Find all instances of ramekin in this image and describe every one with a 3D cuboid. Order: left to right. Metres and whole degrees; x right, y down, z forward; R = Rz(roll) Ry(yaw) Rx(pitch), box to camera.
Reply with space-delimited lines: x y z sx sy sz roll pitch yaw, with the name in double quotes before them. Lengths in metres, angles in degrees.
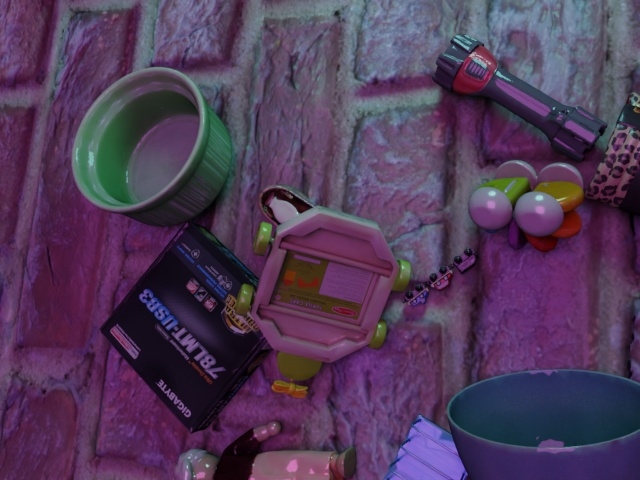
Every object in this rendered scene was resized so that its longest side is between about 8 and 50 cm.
"ramekin" -0.325 -0.175 1.264 0.303 0.148 0.304 -7 69 20

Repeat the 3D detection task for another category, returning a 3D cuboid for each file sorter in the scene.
"file sorter" 0.167 0.397 1.044 0.118 0.104 0.170 28 89 20

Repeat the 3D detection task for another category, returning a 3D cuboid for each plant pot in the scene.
"plant pot" 0.344 0.328 0.924 0.290 0.290 0.196 -8 96 17

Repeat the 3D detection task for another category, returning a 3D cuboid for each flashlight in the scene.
"flashlight" 0.344 -0.247 1.109 0.304 0.103 0.103 37 59 16

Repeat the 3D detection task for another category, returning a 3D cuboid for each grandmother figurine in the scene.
"grandmother figurine" -0.113 0.433 1.140 0.342 0.104 0.208 -2 52 21

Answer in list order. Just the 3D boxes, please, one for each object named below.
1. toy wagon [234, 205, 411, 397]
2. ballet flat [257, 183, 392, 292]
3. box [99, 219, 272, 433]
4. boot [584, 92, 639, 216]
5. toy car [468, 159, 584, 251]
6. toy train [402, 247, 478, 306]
"toy wagon" -0.010 0.114 1.104 0.267 0.068 0.345 16 110 -10
"ballet flat" 0.000 0.000 1.168 0.316 0.106 0.108 35 93 20
"box" -0.243 0.164 1.240 0.295 0.073 0.293 42 94 20
"boot" 0.616 -0.166 0.985 0.284 0.138 0.378 25 94 21
"toy car" 0.344 -0.047 1.054 0.182 0.159 0.136 10 127 38
"toy train" 0.214 0.070 1.129 0.158 0.027 0.036 -37 82 8
